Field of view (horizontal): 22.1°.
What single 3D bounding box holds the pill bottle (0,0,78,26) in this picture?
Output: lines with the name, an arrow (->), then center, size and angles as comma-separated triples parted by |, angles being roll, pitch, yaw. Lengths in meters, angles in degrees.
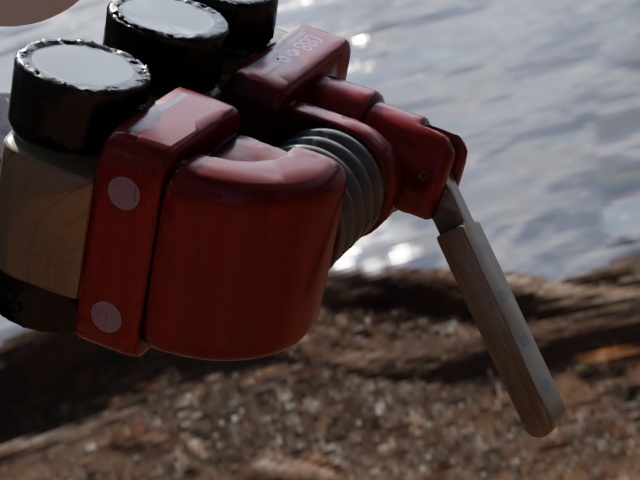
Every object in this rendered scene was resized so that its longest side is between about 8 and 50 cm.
pill bottle -> -0.195, -0.237, 0.956 | 0.136, 0.136, 0.246 | -18, 48, -4

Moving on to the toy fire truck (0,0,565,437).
toy fire truck -> 0.000, 0.000, 0.744 | 0.246, 0.158, 0.217 | 20, 28, 15

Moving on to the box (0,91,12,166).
box -> -0.268, -0.030, 1.278 | 0.158, 0.156, 0.093 | -1, 44, -45
